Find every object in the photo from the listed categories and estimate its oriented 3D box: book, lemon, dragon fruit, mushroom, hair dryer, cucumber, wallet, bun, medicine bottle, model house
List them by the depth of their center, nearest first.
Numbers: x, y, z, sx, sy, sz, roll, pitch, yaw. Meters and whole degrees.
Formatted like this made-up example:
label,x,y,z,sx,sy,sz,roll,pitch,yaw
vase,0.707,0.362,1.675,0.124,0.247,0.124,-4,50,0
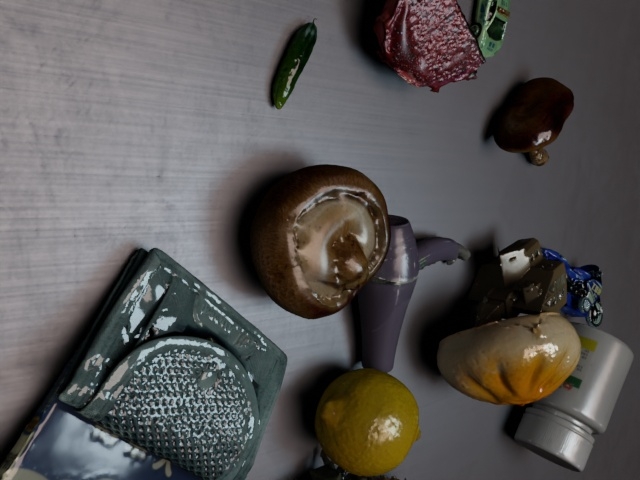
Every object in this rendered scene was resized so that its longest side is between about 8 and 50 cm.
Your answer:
label,x,y,z,sx,sy,sz,roll,pitch,yaw
book,-0.311,0.389,0.792,0.300,0.039,0.428,47,54,-35
wallet,-0.182,0.198,0.879,0.342,0.075,0.237,47,53,-37
cucumber,-0.039,-0.288,0.964,0.039,0.039,0.168,30,80,-40
mushroom,0.000,0.000,0.972,0.253,0.153,0.253,-6,100,-35
dragon fruit,0.184,-0.381,1.077,0.261,0.163,0.189,41,42,-41
lemon,0.087,0.328,1.092,0.244,0.187,0.187,22,84,-38
hair dryer,0.202,0.078,1.210,0.361,0.121,0.301,-17,118,-43
bun,0.398,0.262,1.261,0.299,0.299,0.165,7,62,-41
model house,0.404,0.113,1.321,0.248,0.180,0.176,-30,114,-39
mushroom,0.493,-0.233,1.392,0.227,0.148,0.217,-45,140,-19
medicine bottle,0.655,0.405,1.579,0.208,0.208,0.340,41,72,-38

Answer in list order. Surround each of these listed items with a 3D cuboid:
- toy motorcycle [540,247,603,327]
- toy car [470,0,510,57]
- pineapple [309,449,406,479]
label,x,y,z,sx,sy,sz,roll,pitch,yaw
toy motorcycle,0.672,0.118,1.611,0.315,0.113,0.169,26,70,-32
toy car,0.365,-0.477,1.265,0.093,0.058,0.186,5,94,-43
pineapple,0.077,0.512,1.150,0.340,0.169,0.169,30,78,-32
